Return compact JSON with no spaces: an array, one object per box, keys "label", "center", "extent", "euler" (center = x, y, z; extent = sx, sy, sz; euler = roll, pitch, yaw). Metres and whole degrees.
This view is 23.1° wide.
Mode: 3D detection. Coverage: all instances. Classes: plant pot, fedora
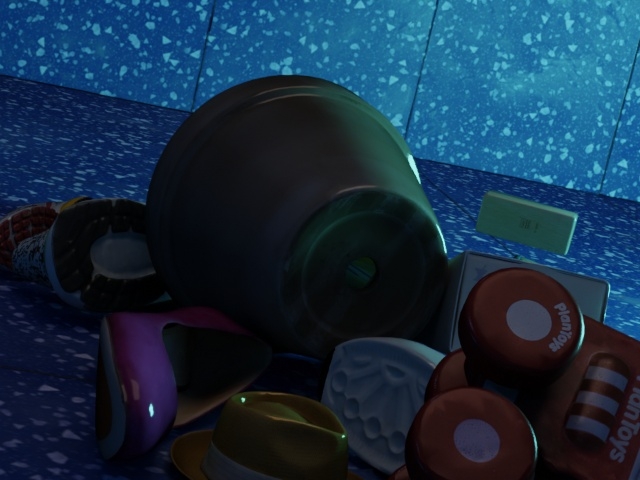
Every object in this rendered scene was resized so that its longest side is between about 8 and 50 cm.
[{"label":"plant pot","center":[0.000,0.000,1.704],"extent":[0.323,0.323,0.280],"euler":[8,12,-23]},{"label":"fedora","center":[-0.035,0.184,1.402],"extent":[0.194,0.079,0.194],"euler":[13,12,-3]}]

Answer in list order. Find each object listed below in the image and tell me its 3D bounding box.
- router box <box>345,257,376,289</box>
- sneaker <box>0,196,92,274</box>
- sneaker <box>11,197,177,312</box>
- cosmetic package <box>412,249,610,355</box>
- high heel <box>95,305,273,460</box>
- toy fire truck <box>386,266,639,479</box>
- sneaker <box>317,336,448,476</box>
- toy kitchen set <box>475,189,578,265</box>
[{"label":"router box","center":[0.003,-0.012,2.083],"extent":[0.308,0.081,0.243],"euler":[18,-21,25]},{"label":"sneaker","center":[-0.362,-0.001,1.964],"extent":[0.092,0.088,0.225],"euler":[-5,5,20]},{"label":"sneaker","center":[-0.197,0.017,1.916],"extent":[0.410,0.158,0.182],"euler":[8,-6,-44]},{"label":"cosmetic package","center":[0.187,0.097,1.725],"extent":[0.160,0.113,0.309],"euler":[13,-9,-6]},{"label":"high heel","center":[-0.117,0.122,1.467],"extent":[0.181,0.127,0.377],"euler":[3,11,-7]},{"label":"toy fire truck","center":[0.197,0.185,1.277],"extent":[0.253,0.169,0.302],"euler":[24,55,5]},{"label":"sneaker","center":[0.180,0.190,1.552],"extent":[0.322,0.130,0.236],"euler":[16,1,39]},{"label":"toy kitchen set","center":[0.262,0.041,2.088],"extent":[0.122,0.207,0.166],"euler":[16,12,11]}]
